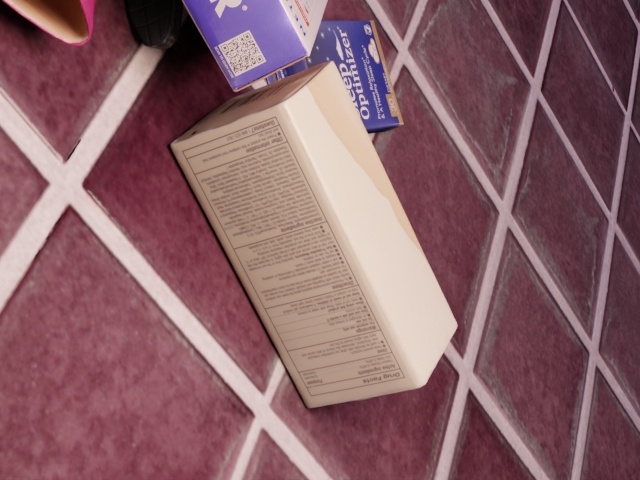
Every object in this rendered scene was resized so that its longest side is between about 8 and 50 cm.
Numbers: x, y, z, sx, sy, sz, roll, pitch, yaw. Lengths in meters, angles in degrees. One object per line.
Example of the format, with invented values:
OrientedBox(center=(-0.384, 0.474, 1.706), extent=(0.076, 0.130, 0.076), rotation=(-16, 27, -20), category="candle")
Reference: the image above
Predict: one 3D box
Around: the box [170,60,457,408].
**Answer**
OrientedBox(center=(0.000, 0.000, 1.167), extent=(0.311, 0.148, 0.121), rotation=(65, 34, -17), category="box")

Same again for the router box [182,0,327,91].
OrientedBox(center=(-0.107, -0.347, 1.130), extent=(0.335, 0.082, 0.301), rotation=(61, 17, -20), category="router box")

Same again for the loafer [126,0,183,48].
OrientedBox(center=(-0.148, -0.258, 1.134), extent=(0.061, 0.062, 0.170), rotation=(24, 59, -56), category="loafer")

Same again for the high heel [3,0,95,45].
OrientedBox(center=(-0.270, -0.266, 0.842), extent=(0.377, 0.127, 0.181), rotation=(9, 59, -68), category="high heel")

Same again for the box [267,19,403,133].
OrientedBox(center=(0.015, -0.187, 1.368), extent=(0.225, 0.036, 0.136), rotation=(-16, 90, -56), category="box")
